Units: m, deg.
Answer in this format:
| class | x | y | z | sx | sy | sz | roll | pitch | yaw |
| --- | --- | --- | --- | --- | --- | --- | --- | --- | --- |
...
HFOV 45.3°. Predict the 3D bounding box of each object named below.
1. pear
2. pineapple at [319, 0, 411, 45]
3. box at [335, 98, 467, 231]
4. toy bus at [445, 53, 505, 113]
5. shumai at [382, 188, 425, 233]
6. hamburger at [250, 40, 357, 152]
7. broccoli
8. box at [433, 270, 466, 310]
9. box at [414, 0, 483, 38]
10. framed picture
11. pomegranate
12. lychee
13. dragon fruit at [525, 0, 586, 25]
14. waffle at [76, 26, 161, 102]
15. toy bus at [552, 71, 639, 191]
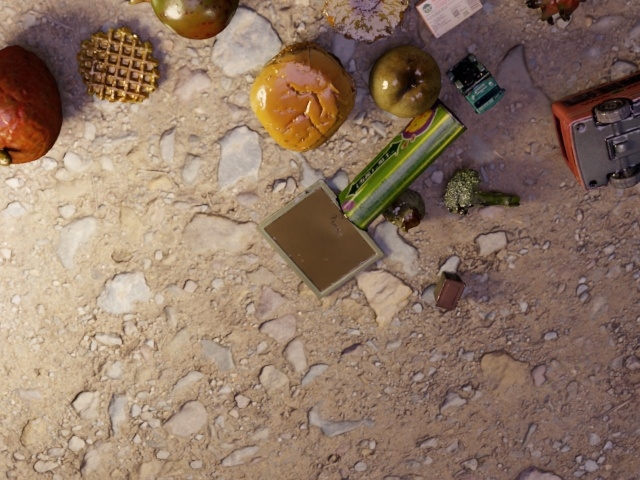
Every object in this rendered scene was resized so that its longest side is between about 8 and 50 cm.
| class | x | y | z | sx | sy | sz | roll | pitch | yaw |
| --- | --- | --- | --- | --- | --- | --- | --- | --- | --- |
| pear | 0.192 | -0.355 | 1.728 | 0.167 | 0.136 | 0.167 | -3 | 101 | -16 |
| pineapple | 0.097 | -0.533 | 1.686 | 0.221 | 0.047 | 0.221 | -1 | 116 | -2 |
| box | 0.188 | -0.177 | 1.818 | 0.097 | 0.134 | 0.345 | 38 | 107 | -22 |
| toy bus | 0.350 | -0.352 | 1.730 | 0.079 | 0.160 | 0.092 | -39 | 115 | 13 |
| shumai | 0.206 | -0.069 | 1.896 | 0.123 | 0.087 | 0.099 | 20 | 114 | -12 |
| hamburger | -0.037 | -0.318 | 1.715 | 0.244 | 0.163 | 0.245 | -3 | 116 | -5 |
| broccoli | 0.401 | -0.108 | 1.896 | 0.204 | 0.118 | 0.123 | 7 | 105 | -25 |
| box | 0.335 | 0.130 | 2.017 | 0.060 | 0.063 | 0.085 | 13 | 113 | -13 |
| box | 0.285 | -0.522 | 1.706 | 0.125 | 0.043 | 0.089 | -32 | 114 | 11 |
| framed picture | 0.000 | 0.000 | 1.953 | 0.216 | 0.016 | 0.273 | -34 | 113 | 13 |
| pomegranate | -0.288 | -0.515 | 1.583 | 0.245 | 0.198 | 0.198 | -2 | 116 | -3 |
| lychee | -0.677 | -0.267 | 1.643 | 0.255 | 0.300 | 0.255 | 12 | 155 | 6 |
| dragon fruit | 0.524 | -0.552 | 1.673 | 0.142 | 0.121 | 0.130 | -29 | 83 | 37 |
| waffle | -0.452 | -0.388 | 1.718 | 0.191 | 0.038 | 0.191 | -1 | 115 | -3 |
| toy bus | 0.768 | -0.283 | 1.762 | 0.426 | 0.233 | 0.203 | -19 | 116 | 7 |
